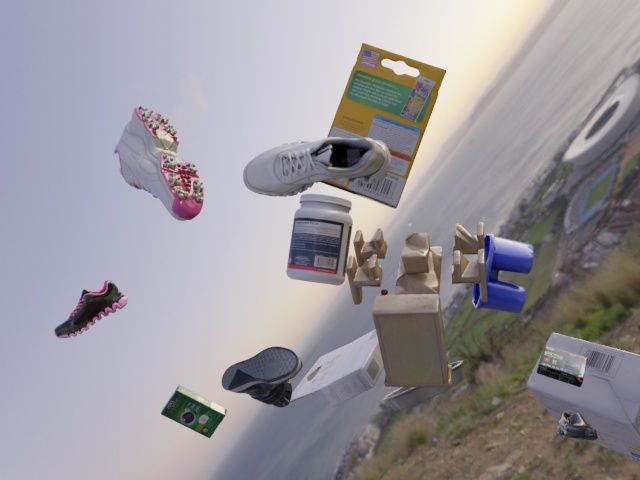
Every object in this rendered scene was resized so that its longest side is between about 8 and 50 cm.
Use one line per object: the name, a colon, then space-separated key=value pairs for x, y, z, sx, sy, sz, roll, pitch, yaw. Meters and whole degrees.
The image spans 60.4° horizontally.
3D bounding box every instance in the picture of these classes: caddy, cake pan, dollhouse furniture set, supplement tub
caddy: x=0.555 y=0.102 z=1.760 sx=0.341 sy=0.179 sz=0.241 roll=-5 pitch=-73 yaw=-78
cake pan: x=0.348 y=0.480 z=1.807 sx=0.293 sy=0.054 sz=0.293 roll=-24 pitch=-13 yaw=-6
dollhouse furniture set: x=0.265 y=0.164 z=1.492 sx=0.394 sy=0.363 sz=0.256 roll=-69 pitch=-29 yaw=-54
supplement tub: x=0.000 y=0.000 z=1.757 sx=0.191 sy=0.191 sz=0.271 roll=78 pitch=-160 yaw=-85

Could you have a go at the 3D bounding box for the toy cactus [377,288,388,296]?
toy cactus: x=0.242 y=0.236 z=1.639 sx=0.180 sy=0.219 sz=0.112 roll=-55 pitch=14 yaw=39

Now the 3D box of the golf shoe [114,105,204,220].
golf shoe: x=-0.340 y=-0.139 z=1.147 sx=0.140 sy=0.306 sz=0.115 roll=-42 pitch=-33 yaw=18

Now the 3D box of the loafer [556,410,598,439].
loafer: x=0.646 y=0.469 z=1.394 sx=0.170 sy=0.062 sz=0.061 roll=103 pitch=176 yaw=-77

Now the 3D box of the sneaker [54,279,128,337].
sneaker: x=-0.368 y=0.105 z=0.867 sx=0.119 sy=0.057 sz=0.047 roll=-36 pitch=28 yaw=-25

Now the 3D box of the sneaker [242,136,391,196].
sneaker: x=-0.018 y=-0.149 z=1.046 sx=0.118 sy=0.293 sz=0.109 roll=0 pitch=-98 yaw=-76

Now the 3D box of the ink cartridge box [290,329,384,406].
ink cartridge box: x=0.066 y=0.366 z=1.549 sx=0.261 sy=0.066 sz=0.296 roll=-32 pitch=2 yaw=25

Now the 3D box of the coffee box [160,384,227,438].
coffee box: x=-0.411 y=0.557 z=1.793 sx=0.113 sy=0.184 sz=0.040 roll=-57 pitch=11 yaw=17

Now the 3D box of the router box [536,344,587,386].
router box: x=0.698 y=0.361 z=1.588 sx=0.092 sy=0.123 sz=0.038 roll=-45 pitch=-38 yaw=-47

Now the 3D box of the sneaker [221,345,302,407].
sneaker: x=-0.094 y=0.320 z=1.277 sx=0.226 sy=0.163 sz=0.086 roll=-22 pitch=48 yaw=34

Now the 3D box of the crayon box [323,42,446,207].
crayon box: x=0.135 y=-0.257 z=1.259 sx=0.083 sy=0.203 sz=0.322 roll=-3 pitch=-67 yaw=-84

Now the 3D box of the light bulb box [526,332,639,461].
light bulb box: x=0.952 y=0.528 z=1.828 sx=0.358 sy=0.361 sz=0.225 roll=11 pitch=62 yaw=54
